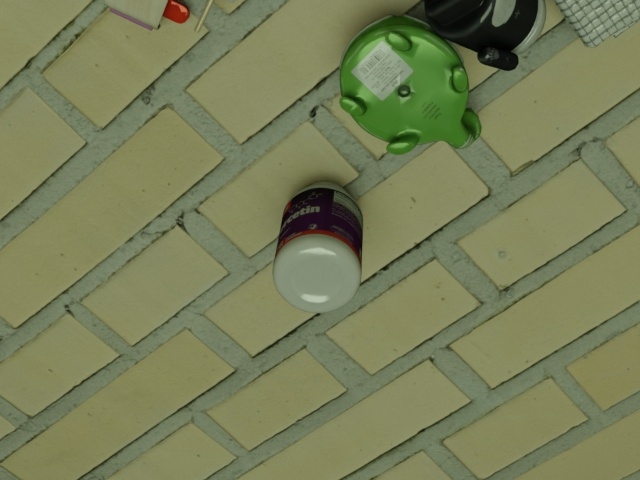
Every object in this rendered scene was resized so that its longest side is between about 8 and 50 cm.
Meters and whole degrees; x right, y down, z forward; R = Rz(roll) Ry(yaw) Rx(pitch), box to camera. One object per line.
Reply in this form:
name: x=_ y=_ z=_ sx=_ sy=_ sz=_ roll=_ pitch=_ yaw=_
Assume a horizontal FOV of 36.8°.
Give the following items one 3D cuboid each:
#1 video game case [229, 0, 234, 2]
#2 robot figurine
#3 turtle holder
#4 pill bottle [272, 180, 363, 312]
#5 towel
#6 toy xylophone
video game case: x=-0.227 y=-0.600 z=1.889 sx=0.212 sy=0.023 sz=0.193 roll=25 pitch=119 yaw=-11
robot figurine: x=0.306 y=-0.443 z=1.820 sx=0.278 sy=0.173 sz=0.209 roll=7 pitch=105 yaw=-47
turtle holder: x=0.194 y=-0.318 z=1.911 sx=0.320 sy=0.227 sz=0.243 roll=13 pitch=119 yaw=-5
pill bottle: x=0.000 y=0.000 z=2.053 sx=0.181 sy=0.323 sz=0.181 roll=1 pitch=120 yaw=2
towel: x=0.564 y=-0.536 z=1.828 sx=0.284 sy=0.121 sz=0.235 roll=-37 pitch=113 yaw=20
toy xylophone: x=-0.294 y=-0.540 z=1.868 sx=0.236 sy=0.081 sz=0.322 roll=31 pitch=117 yaw=-13
